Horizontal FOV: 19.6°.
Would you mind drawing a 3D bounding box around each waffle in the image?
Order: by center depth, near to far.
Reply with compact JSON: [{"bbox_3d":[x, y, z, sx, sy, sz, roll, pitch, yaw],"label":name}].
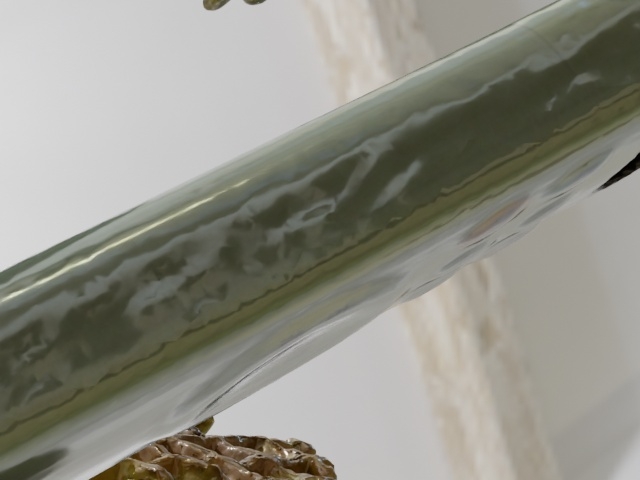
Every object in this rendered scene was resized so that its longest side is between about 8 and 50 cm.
[{"bbox_3d":[-0.105,0.092,0.821,0.229,0.231,0.051,14,-87,-7],"label":"waffle"}]

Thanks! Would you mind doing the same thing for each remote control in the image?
[{"bbox_3d":[0.000,0.001,0.384,0.309,0.090,0.038,-28,-101,-23],"label":"remote control"}]

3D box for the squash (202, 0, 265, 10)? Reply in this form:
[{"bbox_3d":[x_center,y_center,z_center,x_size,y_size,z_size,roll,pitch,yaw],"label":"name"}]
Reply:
[{"bbox_3d":[0.002,-0.253,1.013,0.137,0.287,0.137,23,-138,-22],"label":"squash"}]
